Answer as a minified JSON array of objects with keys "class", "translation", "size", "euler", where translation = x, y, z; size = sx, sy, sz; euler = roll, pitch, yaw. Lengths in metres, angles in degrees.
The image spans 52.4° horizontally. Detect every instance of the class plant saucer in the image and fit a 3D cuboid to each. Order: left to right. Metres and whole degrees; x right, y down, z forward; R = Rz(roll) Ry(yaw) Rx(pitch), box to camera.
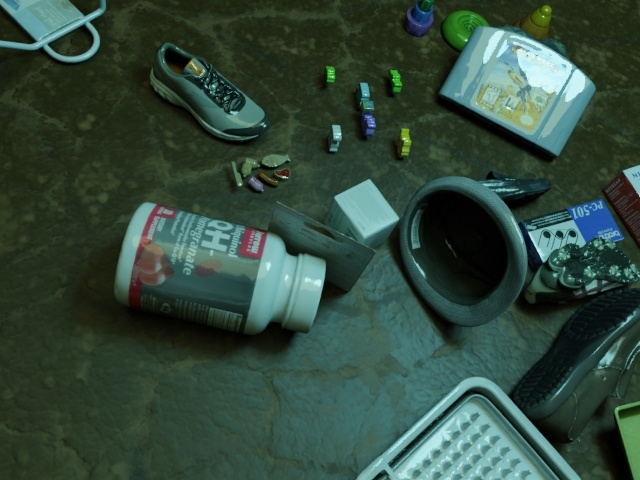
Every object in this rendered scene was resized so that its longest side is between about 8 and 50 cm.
[{"class":"plant saucer","translation":[0.604,0.368,1.139],"size":[0.188,0.045,0.189],"euler":[-8,79,-16]}]

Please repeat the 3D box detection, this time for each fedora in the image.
[{"class":"fedora","translation":[0.276,0.013,1.194],"size":[0.124,0.244,0.275],"euler":[-8,52,-48]}]

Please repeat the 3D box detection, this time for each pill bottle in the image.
[{"class":"pill bottle","translation":[-0.160,0.056,1.075],"size":[0.318,0.176,0.176],"euler":[14,61,-5]}]

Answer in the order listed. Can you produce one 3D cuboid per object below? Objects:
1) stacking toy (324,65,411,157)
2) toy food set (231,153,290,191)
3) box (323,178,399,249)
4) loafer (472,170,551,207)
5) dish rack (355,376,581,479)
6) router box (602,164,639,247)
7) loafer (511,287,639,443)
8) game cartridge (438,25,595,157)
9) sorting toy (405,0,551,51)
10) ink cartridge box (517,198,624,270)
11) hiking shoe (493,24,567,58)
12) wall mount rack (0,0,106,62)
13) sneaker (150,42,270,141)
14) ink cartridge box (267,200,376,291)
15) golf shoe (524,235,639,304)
[{"class":"stacking toy","translation":[0.094,-0.276,1.376],"size":[0.166,0.052,0.221],"euler":[2,61,-13]},{"class":"toy food set","translation":[-0.112,-0.130,1.272],"size":[0.122,0.019,0.078],"euler":[-7,65,-24]},{"class":"box","translation":[0.075,-0.038,1.216],"size":[0.087,0.101,0.102],"euler":[-27,72,-23]},{"class":"loafer","translation":[0.366,-0.107,1.328],"size":[0.223,0.076,0.078],"euler":[-10,74,-13]},{"class":"dish rack","translation":[0.234,0.415,1.037],"size":[0.332,0.072,0.285],"euler":[-35,74,-25]},{"class":"router box","translation":[0.831,-0.049,1.395],"size":[0.335,0.082,0.301],"euler":[-16,68,-19]},{"class":"loafer","translation":[0.498,0.222,1.178],"size":[0.366,0.134,0.130],"euler":[-38,102,-16]},{"class":"game cartridge","translation":[0.434,-0.336,1.422],"size":[0.297,0.062,0.198],"euler":[28,98,4]},{"class":"sorting toy","translation":[0.386,-0.520,1.517],"size":[0.365,0.126,0.127],"euler":[7,62,-9]},{"class":"ink cartridge box","translation":[0.505,-0.013,1.328],"size":[0.207,0.046,0.097],"euler":[-14,68,-18]},{"class":"hiking shoe","translation":[0.459,-0.413,1.475],"size":[0.226,0.086,0.114],"euler":[7,60,-8]},{"class":"wall mount rack","translation":[-0.615,-0.483,1.280],"size":[0.350,0.130,0.304],"euler":[44,63,12]},{"class":"sneaker","translation":[-0.220,-0.290,1.280],"size":[0.271,0.108,0.100],"euler":[31,60,3]},{"class":"ink cartridge box","translation":[0.000,0.000,1.110],"size":[0.181,0.225,0.056],"euler":[26,65,1]},{"class":"golf shoe","translation":[0.508,0.064,1.262],"size":[0.272,0.120,0.105],"euler":[-1,55,-33]}]
